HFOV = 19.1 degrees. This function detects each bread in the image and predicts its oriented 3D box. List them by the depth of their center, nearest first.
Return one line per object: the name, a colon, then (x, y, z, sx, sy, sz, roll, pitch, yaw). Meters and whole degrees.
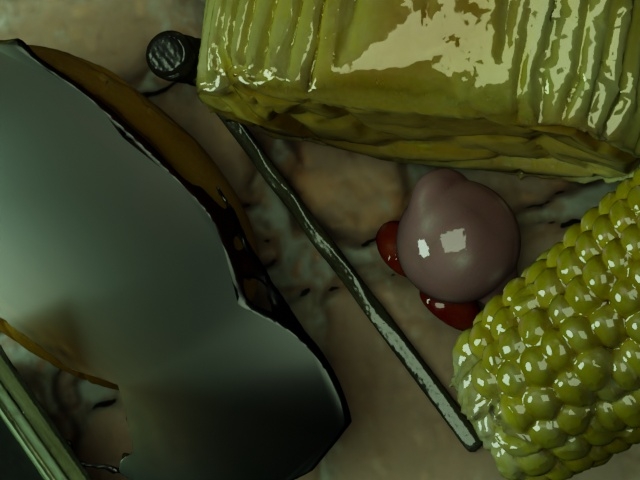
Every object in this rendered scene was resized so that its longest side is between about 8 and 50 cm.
bread: (0.061, -0.111, 0.992, 0.250, 0.179, 0.133, 7, 79, 18)

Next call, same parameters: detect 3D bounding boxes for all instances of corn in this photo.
corn: (0.210, -0.004, 0.919, 0.347, 0.130, 0.130, -36, 77, 19)

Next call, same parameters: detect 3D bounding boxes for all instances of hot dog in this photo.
hot dog: (-0.125, 0.012, 1.074, 0.194, 0.107, 0.326, -36, 87, 20)

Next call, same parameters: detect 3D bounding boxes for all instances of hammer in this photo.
hammer: (0.000, 0.000, 1.070, 0.029, 0.058, 0.292, -39, 81, 15)

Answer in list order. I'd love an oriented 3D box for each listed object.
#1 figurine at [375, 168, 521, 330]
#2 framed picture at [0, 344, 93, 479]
figurine: (0.076, 0.004, 1.035, 0.083, 0.067, 0.071, 43, 118, -1)
framed picture: (-0.247, 0.199, 1.068, 0.293, 0.018, 0.231, -26, 110, 14)
